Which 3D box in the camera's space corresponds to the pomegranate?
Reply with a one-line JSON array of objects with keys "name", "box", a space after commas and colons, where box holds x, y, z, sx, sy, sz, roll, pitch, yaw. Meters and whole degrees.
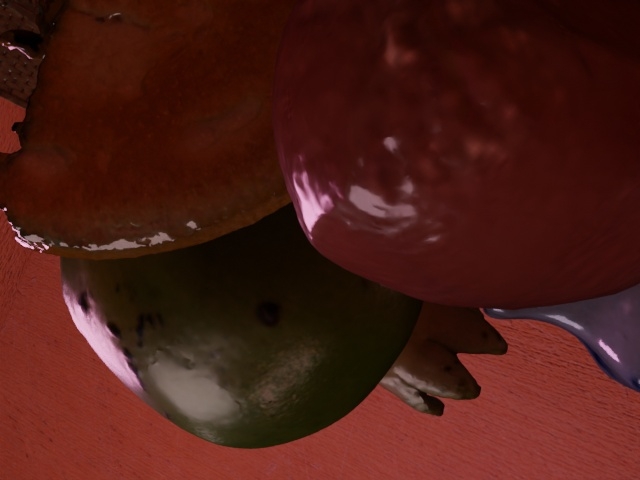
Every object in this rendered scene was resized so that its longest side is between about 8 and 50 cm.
[{"name": "pomegranate", "box": [0.000, 0.000, 0.795, 0.358, 0.216, 0.310, 29, -139, -19]}]

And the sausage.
[{"name": "sausage", "box": [0.080, -0.045, 0.423, 0.254, 0.148, 0.148, 0, -163, -45]}]

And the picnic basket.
[{"name": "picnic basket", "box": [-0.404, -0.268, 1.342, 0.134, 0.154, 0.196, 30, -179, 38]}]

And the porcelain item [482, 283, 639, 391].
[{"name": "porcelain item", "box": [0.347, 0.065, 0.892, 0.405, 0.179, 0.242, 21, 179, 10]}]

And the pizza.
[{"name": "pizza", "box": [-0.079, -0.112, 0.643, 0.229, 0.289, 0.081, 62, -172, 11]}]
